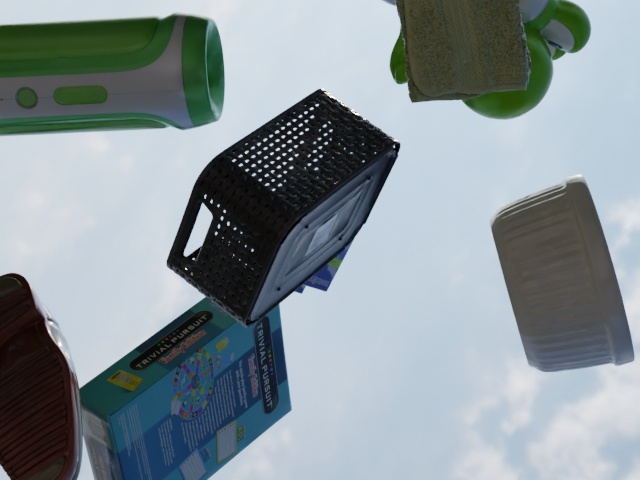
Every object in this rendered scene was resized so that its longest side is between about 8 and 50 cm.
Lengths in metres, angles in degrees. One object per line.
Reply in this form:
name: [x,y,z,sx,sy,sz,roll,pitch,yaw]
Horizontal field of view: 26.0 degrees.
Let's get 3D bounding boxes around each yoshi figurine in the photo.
yoshi figurine: [0.126,-0.246,1.454,0.203,0.362,0.203,-60,-156,17]

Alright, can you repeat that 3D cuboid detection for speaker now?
speaker: [-0.255,-0.172,1.454,0.297,0.131,0.131,-2,-128,7]

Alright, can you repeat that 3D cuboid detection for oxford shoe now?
oxford shoe: [-0.335,0.187,1.698,0.123,0.130,0.348,-29,-135,6]

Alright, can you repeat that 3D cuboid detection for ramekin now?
ramekin: [0.251,0.042,1.464,0.109,0.207,0.207,-16,-136,8]

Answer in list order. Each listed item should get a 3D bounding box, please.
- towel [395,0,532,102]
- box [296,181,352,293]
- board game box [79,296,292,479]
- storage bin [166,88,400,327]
towel: [0.117,-0.192,1.163,0.027,0.110,0.148,177,-96,-88]
box: [0.000,0.000,2.021,0.042,0.109,0.178,30,-85,31]
board game box: [-0.191,0.237,2.027,0.079,0.253,0.336,26,-133,34]
storage bin: [-0.027,-0.028,1.110,0.180,0.084,0.122,-40,161,-47]
